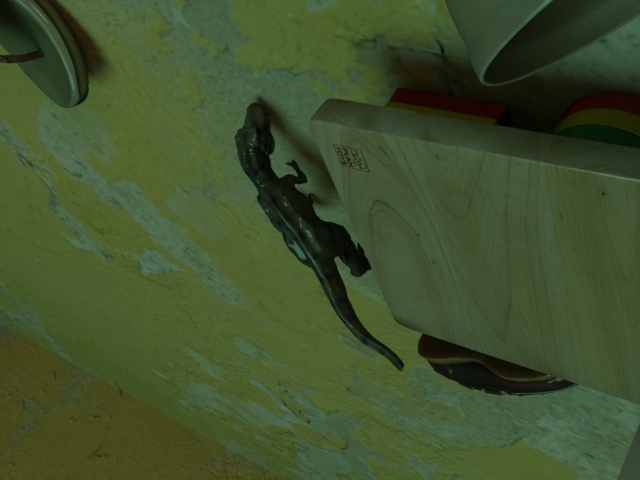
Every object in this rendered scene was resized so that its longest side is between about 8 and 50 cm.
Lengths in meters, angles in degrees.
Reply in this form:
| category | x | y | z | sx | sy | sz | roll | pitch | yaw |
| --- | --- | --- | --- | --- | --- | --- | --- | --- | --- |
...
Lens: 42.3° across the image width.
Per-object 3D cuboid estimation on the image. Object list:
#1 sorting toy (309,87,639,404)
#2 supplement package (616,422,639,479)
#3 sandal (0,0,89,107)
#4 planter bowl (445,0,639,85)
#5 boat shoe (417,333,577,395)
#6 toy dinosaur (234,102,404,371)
| category | x | y | z | sx | sy | sz | roll | pitch | yaw |
| --- | --- | --- | --- | --- | --- | --- | --- | --- | --- |
| sorting toy | 0.154 | -0.007 | 0.604 | 0.255 | 0.089 | 0.257 | 16 | 149 | 33 |
| supplement package | 0.384 | 0.226 | 0.615 | 0.262 | 0.198 | 0.199 | 44 | 153 | -22 |
| sandal | -0.352 | -0.235 | 0.796 | 0.303 | 0.086 | 0.120 | 45 | 153 | -22 |
| planter bowl | 0.110 | -0.155 | 0.345 | 0.109 | 0.162 | 0.162 | 60 | 155 | 6 |
| boat shoe | 0.185 | 0.115 | 0.809 | 0.073 | 0.073 | 0.207 | 43 | 160 | -22 |
| toy dinosaur | 0.000 | 0.000 | 0.770 | 0.268 | 0.064 | 0.118 | 56 | -166 | 3 |
